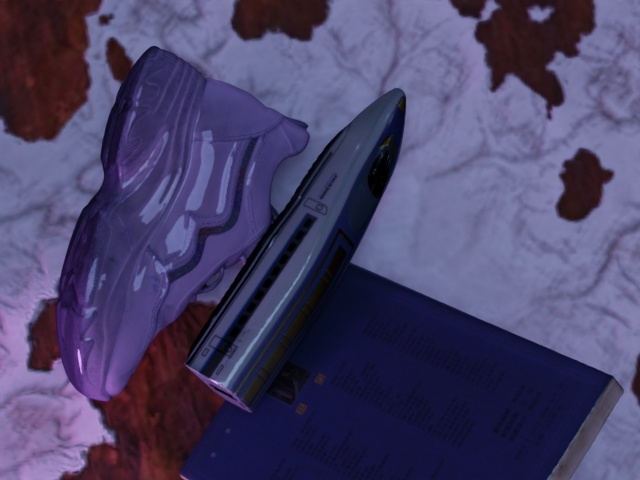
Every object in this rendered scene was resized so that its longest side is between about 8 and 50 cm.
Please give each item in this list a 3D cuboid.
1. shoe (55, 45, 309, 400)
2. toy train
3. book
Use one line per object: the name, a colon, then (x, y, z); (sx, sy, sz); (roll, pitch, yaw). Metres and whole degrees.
shoe: (-0.098, -0.001, 1.277); (0.138, 0.095, 0.245); (17, 87, -13)
toy train: (0.000, 0.000, 1.270); (0.048, 0.055, 0.252); (23, 75, 42)
book: (0.045, 0.127, 1.203); (0.269, 0.025, 0.191); (23, 74, 44)
